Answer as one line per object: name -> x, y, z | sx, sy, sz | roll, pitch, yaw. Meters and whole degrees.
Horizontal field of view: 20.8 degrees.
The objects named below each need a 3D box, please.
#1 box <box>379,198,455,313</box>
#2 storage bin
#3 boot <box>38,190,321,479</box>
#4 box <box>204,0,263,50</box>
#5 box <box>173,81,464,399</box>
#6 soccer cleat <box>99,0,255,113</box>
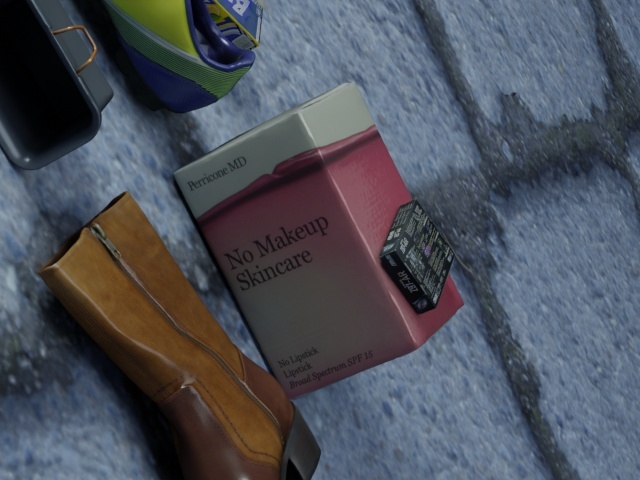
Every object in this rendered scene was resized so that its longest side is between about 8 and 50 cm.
box -> 0.084, 0.013, 1.508 | 0.067, 0.018, 0.083 | 53, 32, -21
storage bin -> -0.216, -0.140, 1.363 | 0.135, 0.098, 0.091 | 59, 18, -11
boot -> -0.112, 0.120, 1.329 | 0.280, 0.096, 0.264 | 55, 30, -17
box -> -0.125, -0.240, 1.624 | 0.169, 0.054, 0.059 | 43, 36, -37
box -> 0.000, 0.000, 1.553 | 0.232, 0.148, 0.127 | 63, 29, -5
soccer cleat -> -0.160, -0.244, 1.497 | 0.289, 0.121, 0.093 | 57, 30, -16
